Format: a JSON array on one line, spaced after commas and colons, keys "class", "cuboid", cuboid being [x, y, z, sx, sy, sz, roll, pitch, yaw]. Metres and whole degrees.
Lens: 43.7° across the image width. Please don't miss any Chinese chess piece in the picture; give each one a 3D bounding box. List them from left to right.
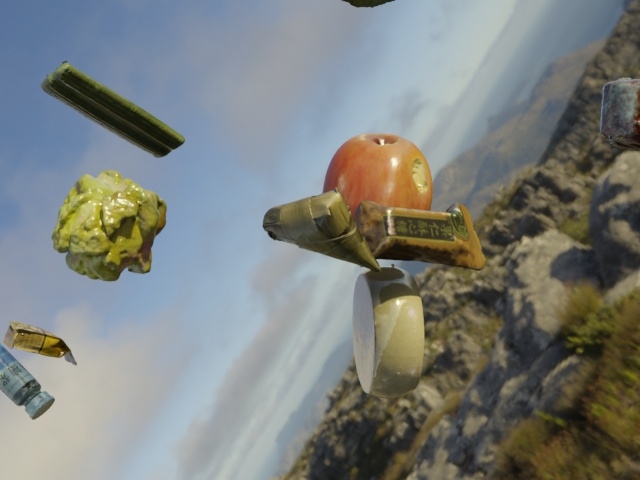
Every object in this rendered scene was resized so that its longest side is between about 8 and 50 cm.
[{"class": "Chinese chess piece", "cuboid": [0.134, 0.184, 1.624, 0.273, 0.102, 0.273, 178, 90, -82]}]

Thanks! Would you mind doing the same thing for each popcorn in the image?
[{"class": "popcorn", "cuboid": [-0.253, -0.017, 0.962, 0.145, 0.126, 0.125, -64, -17, -77]}]

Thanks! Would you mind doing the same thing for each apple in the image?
[{"class": "apple", "cuboid": [0.122, -0.107, 1.701, 0.242, 0.242, 0.241, -41, -45, -78]}]

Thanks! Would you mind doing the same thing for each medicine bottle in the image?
[{"class": "medicine bottle", "cuboid": [-0.510, 0.206, 1.281, 0.051, 0.191, 0.051, -47, -6, -7]}]

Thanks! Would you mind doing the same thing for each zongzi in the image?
[{"class": "zongzi", "cuboid": [0.000, 0.000, 1.381, 0.160, 0.176, 0.078, -8, 41, 35]}]

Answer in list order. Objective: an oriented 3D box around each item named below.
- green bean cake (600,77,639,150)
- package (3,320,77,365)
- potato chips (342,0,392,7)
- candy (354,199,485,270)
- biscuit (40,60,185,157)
[{"class": "green bean cake", "cuboid": [0.494, -0.166, 1.092, 0.233, 0.198, 0.097, -11, -74, -66]}, {"class": "package", "cuboid": [-0.515, 0.191, 1.482, 0.071, 0.131, 0.047, 5, 75, 57]}, {"class": "potato chips", "cuboid": [-0.073, -0.428, 0.986, 0.429, 0.358, 0.070, -17, -25, -39]}, {"class": "candy", "cuboid": [0.190, -0.013, 1.514, 0.101, 0.271, 0.143, 138, 130, -60]}, {"class": "biscuit", "cuboid": [-0.420, -0.256, 1.643, 0.099, 0.322, 0.038, -24, 53, 31]}]
